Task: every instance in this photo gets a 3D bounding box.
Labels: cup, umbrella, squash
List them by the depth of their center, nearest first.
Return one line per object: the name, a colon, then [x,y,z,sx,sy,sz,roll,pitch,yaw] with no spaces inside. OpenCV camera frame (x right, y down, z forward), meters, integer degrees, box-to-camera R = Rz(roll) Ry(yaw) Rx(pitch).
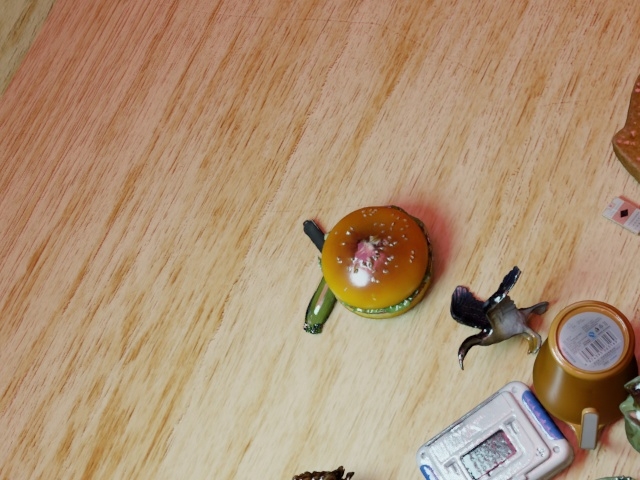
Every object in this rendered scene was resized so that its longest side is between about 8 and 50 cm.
cup: [0.447,0.224,1.514,0.183,0.264,0.226,-1,67,14]
squash: [0.012,0.117,1.953,0.052,0.052,0.183,22,81,36]
umbrella: [-0.001,0.001,2.029,0.036,0.031,0.133,-40,52,5]

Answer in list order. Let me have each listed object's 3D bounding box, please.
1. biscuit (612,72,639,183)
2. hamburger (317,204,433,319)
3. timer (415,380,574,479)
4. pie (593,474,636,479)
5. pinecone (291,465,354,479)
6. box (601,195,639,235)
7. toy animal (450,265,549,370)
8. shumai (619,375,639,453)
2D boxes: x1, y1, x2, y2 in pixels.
biscuit: [0.769,-0.232,1.665,0.456,0.078,0.349,-19,55,21]
hamburger: [0.110,0.034,1.838,0.246,0.170,0.246,-5,69,13]
timer: [0.307,0.385,1.625,0.253,0.078,0.178,-38,54,8]
pie: [0.485,0.503,1.475,0.241,0.054,0.240,-14,58,24]
pinecone: [-0.003,0.526,1.666,0.222,0.221,0.221,-13,60,25]
box: [0.582,-0.047,1.719,0.083,0.012,0.046,37,88,38]
toy animal: [0.333,0.162,1.678,0.160,0.272,0.197,20,69,-1]
shumai: [0.575,0.269,1.402,0.189,0.218,0.255,43,118,26]
